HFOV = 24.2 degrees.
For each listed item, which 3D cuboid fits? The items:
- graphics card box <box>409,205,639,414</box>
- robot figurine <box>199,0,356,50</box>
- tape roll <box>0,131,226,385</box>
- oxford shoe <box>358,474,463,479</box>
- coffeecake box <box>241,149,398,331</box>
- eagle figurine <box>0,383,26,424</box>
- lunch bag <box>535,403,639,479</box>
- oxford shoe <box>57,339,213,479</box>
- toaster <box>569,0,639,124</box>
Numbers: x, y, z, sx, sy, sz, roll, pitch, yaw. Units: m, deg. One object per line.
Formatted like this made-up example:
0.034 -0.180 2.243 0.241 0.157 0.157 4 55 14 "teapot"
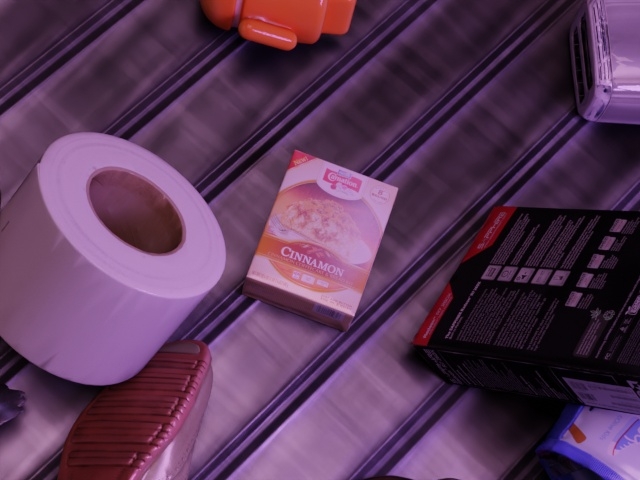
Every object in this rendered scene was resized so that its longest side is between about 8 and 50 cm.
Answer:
0.306 0.074 1.754 0.094 0.371 0.233 48 63 -29 "graphics card box"
-0.064 -0.327 1.958 0.219 0.128 0.158 8 90 -6 "robot figurine"
-0.252 0.020 1.711 0.246 0.169 0.246 29 34 -22 "tape roll"
0.108 0.310 1.760 0.227 0.096 0.083 -3 71 -9 "oxford shoe"
0.000 0.000 1.875 0.142 0.068 0.185 20 67 -1 "coffeecake box"
-0.451 0.263 1.634 0.225 0.298 0.226 26 93 28 "eagle figurine"
0.483 0.256 1.771 0.385 0.239 0.328 41 69 -1 "lunch bag"
-0.218 0.290 1.713 0.140 0.146 0.397 0 47 35 "oxford shoe"
0.422 -0.242 2.011 0.146 0.129 0.227 0 71 -6 "toaster"
